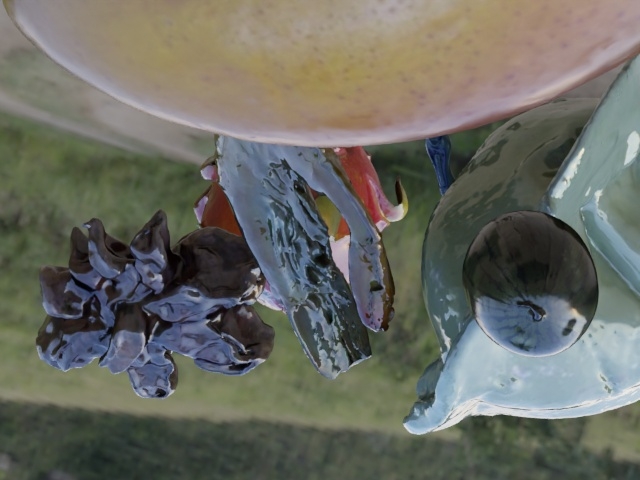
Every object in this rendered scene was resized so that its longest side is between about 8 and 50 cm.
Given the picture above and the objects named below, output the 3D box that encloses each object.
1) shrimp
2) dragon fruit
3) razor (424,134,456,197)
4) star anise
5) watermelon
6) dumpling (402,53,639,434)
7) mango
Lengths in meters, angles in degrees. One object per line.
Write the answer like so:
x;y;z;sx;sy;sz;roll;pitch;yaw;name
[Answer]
0.001;-0.001;0.974;0.173;0.058;0.253;17;138;53;shrimp
-0.030;-0.037;1.566;0.224;0.227;0.224;35;155;19;dragon fruit
0.100;-0.057;1.112;0.044;0.155;0.028;3;-145;29;razor
-0.145;0.068;1.219;0.214;0.099;0.220;19;135;-5;star anise
0.119;0.025;0.798;0.078;0.078;0.111;19;-163;-11;watermelon
0.178;-0.001;1.033;0.211;0.321;0.270;-4;154;42;dumpling
0.020;-0.142;0.593;0.350;0.199;0.201;-17;169;16;mango
